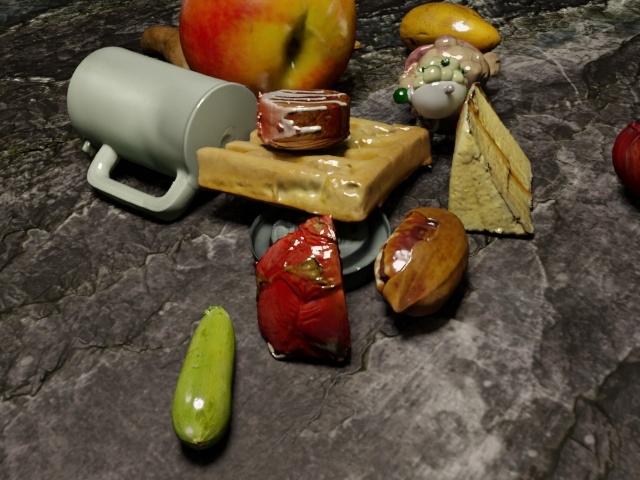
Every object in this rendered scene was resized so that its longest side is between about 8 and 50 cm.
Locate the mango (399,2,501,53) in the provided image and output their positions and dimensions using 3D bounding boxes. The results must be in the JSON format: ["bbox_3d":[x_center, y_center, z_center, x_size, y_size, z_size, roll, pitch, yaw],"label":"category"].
[{"bbox_3d":[0.299,-0.502,1.356,0.177,0.120,0.295,4,12,-25],"label":"mango"}]

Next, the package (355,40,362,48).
[{"bbox_3d":[0.036,-0.535,1.548,0.108,0.031,0.121,-23,43,-22],"label":"package"}]

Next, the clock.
[{"bbox_3d":[0.000,0.000,0.873,0.214,0.042,0.215,-3,38,2],"label":"clock"}]

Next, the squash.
[{"bbox_3d":[-0.133,0.153,0.676,0.066,0.066,0.201,-4,38,1],"label":"squash"}]

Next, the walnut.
[{"bbox_3d":[0.136,0.029,0.770,0.115,0.116,0.207,14,43,21],"label":"walnut"}]

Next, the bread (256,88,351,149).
[{"bbox_3d":[-0.027,-0.203,0.936,0.160,0.073,0.160,0,28,0],"label":"bread"}]

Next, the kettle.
[{"bbox_3d":[-0.303,-0.210,1.044,0.317,0.205,0.265,23,43,27],"label":"kettle"}]

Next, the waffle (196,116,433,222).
[{"bbox_3d":[0.009,-0.142,0.980,0.304,0.078,0.348,13,30,25],"label":"waffle"}]

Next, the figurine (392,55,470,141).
[{"bbox_3d":[0.201,-0.251,1.030,0.147,0.197,0.094,-3,76,-8],"label":"figurine"}]

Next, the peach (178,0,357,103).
[{"bbox_3d":[-0.119,-0.452,1.207,0.387,0.388,0.388,-3,39,2],"label":"peach"}]

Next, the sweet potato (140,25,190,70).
[{"bbox_3d":[-0.376,-0.498,1.501,0.114,0.092,0.341,-43,47,-5],"label":"sweet potato"}]

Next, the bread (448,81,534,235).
[{"bbox_3d":[0.284,-0.146,0.919,0.135,0.178,0.240,7,38,16],"label":"bread"}]

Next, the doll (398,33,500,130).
[{"bbox_3d":[0.263,-0.339,1.186,0.196,0.152,0.256,19,38,8],"label":"doll"}]

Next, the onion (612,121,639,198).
[{"bbox_3d":[0.571,-0.115,0.866,0.247,0.161,0.248,5,38,-4],"label":"onion"}]

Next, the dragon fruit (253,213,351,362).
[{"bbox_3d":[-0.025,0.060,0.718,0.120,0.161,0.127,-5,28,-3],"label":"dragon fruit"}]
